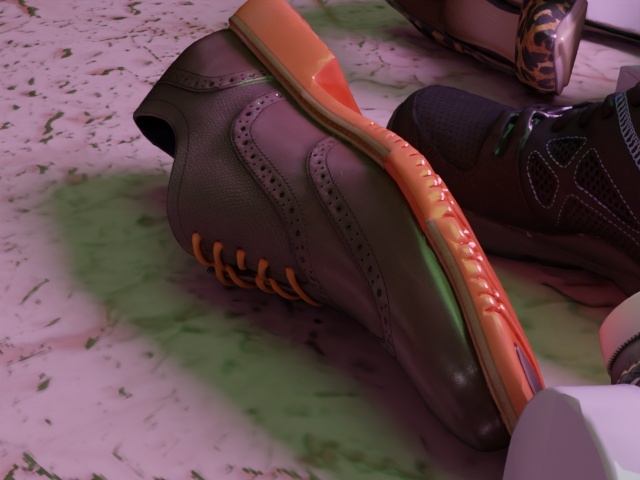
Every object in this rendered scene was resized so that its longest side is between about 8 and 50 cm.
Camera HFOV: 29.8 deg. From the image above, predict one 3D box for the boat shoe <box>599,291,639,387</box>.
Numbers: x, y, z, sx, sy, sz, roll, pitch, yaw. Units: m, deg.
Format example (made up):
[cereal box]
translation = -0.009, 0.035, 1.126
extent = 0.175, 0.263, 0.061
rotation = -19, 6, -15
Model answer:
[boat shoe]
translation = 0.281, 0.087, 0.539
extent = 0.319, 0.116, 0.099
rotation = 7, 54, -12

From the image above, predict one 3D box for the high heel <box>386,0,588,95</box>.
[high heel]
translation = 0.127, -0.187, 1.017
extent = 0.186, 0.093, 0.261
rotation = 14, 14, 8

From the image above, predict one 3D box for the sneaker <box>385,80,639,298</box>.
[sneaker]
translation = 0.178, -0.043, 0.710
extent = 0.125, 0.140, 0.340
rotation = -19, 36, -39

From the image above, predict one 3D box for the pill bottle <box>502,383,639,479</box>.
[pill bottle]
translation = 0.230, 0.109, 0.385
extent = 0.322, 0.182, 0.181
rotation = 1, 28, -8

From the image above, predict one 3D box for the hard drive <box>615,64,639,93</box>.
[hard drive]
translation = 0.421, -0.094, 0.958
extent = 0.307, 0.040, 0.203
rotation = -3, 29, -15

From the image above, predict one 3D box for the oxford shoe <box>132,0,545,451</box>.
[oxford shoe]
translation = 0.000, 0.000, 0.661
extent = 0.132, 0.130, 0.364
rotation = -33, 43, -2

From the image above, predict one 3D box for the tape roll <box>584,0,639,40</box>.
[tape roll]
translation = 0.237, -0.244, 1.036
extent = 0.321, 0.077, 0.321
rotation = 20, 5, -2
